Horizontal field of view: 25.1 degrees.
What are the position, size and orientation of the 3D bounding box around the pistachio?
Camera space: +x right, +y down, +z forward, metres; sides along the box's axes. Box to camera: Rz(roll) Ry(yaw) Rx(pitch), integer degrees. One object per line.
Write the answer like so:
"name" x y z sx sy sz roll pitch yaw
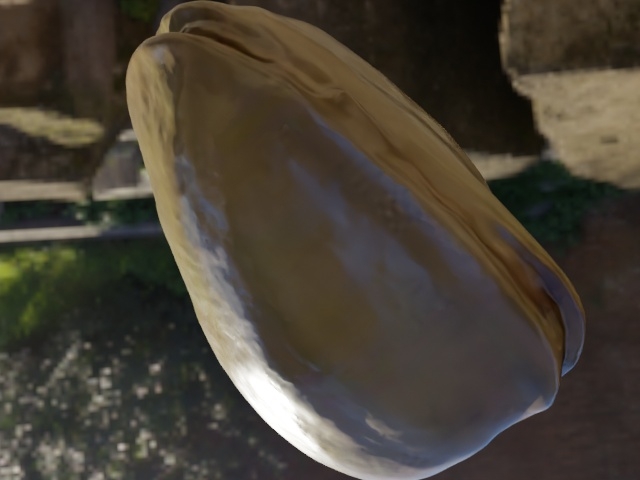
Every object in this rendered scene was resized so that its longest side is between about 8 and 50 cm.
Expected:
"pistachio" 0.000 0.000 0.699 0.163 0.260 0.213 -47 -168 -36
